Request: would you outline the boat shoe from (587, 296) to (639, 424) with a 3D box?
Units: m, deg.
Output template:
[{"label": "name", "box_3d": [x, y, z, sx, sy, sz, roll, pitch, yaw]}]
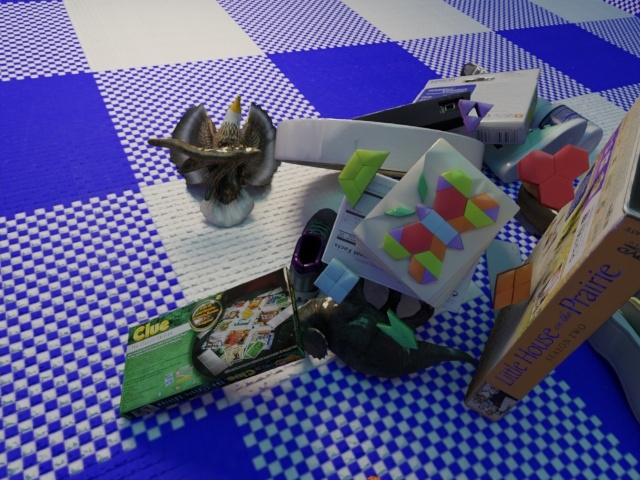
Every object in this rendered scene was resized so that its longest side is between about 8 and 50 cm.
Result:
[{"label": "boat shoe", "box_3d": [0.523, 0.203, 0.712, 0.091, 0.109, 0.305, -3, 43, -7]}]

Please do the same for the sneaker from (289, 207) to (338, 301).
[{"label": "sneaker", "box_3d": [0.000, 0.000, 0.815, 0.083, 0.098, 0.224, 15, 46, 4]}]

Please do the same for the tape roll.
[{"label": "tape roll", "box_3d": [0.104, -0.163, 0.857, 0.391, 0.072, 0.392, 7, 7, -1]}]

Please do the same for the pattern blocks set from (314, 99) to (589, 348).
[{"label": "pattern blocks set", "box_3d": [0.150, -0.021, 0.587, 0.285, 0.325, 0.026, 28, 8, 8]}]

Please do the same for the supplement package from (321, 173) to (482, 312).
[{"label": "supplement package", "box_3d": [0.140, -0.015, 0.739, 0.203, 0.145, 0.262, 20, 9, 9]}]

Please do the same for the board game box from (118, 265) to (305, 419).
[{"label": "board game box", "box_3d": [-0.151, 0.137, 0.619, 0.259, 0.030, 0.136, -21, 50, 10]}]

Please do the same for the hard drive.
[{"label": "hard drive", "box_3d": [0.202, -0.263, 1.011, 0.254, 0.054, 0.172, -10, 2, 16]}]

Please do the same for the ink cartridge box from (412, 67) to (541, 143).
[{"label": "ink cartridge box", "box_3d": [0.385, -0.341, 1.169, 0.303, 0.072, 0.307, 5, 39, 31]}]

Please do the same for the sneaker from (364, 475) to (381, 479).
[{"label": "sneaker", "box_3d": [0.096, 0.361, 0.523, 0.067, 0.064, 0.175, 2, 48, -37]}]

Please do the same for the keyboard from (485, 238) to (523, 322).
[{"label": "keyboard", "box_3d": [0.355, 0.089, 0.859, 0.072, 0.014, 0.256, 8, 45, 4]}]

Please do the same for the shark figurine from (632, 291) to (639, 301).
[{"label": "shark figurine", "box_3d": [0.629, 0.024, 0.904, 0.166, 0.116, 0.278, 27, 49, 14]}]

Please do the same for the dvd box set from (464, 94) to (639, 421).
[{"label": "dvd box set", "box_3d": [0.334, 0.031, 0.610, 0.062, 0.421, 0.308, 28, 51, 17]}]

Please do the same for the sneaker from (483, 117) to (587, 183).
[{"label": "sneaker", "box_3d": [0.512, -0.257, 1.124, 0.255, 0.094, 0.151, -28, 51, -4]}]

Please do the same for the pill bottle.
[{"label": "pill bottle", "box_3d": [0.634, -0.298, 1.214, 0.111, 0.112, 0.187, -18, 52, -25]}]

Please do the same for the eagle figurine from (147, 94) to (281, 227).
[{"label": "eagle figurine", "box_3d": [-0.192, -0.190, 0.935, 0.226, 0.225, 0.298, 46, 5, -20]}]

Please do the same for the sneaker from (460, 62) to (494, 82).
[{"label": "sneaker", "box_3d": [0.536, -0.459, 1.383, 0.132, 0.086, 0.229, -22, 64, -34]}]

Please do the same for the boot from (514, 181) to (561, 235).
[{"label": "boot", "box_3d": [0.498, -0.040, 0.953, 0.082, 0.106, 0.219, -21, 59, -22]}]

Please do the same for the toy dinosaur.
[{"label": "toy dinosaur", "box_3d": [0.073, 0.137, 0.690, 0.313, 0.161, 0.121, 22, 9, -6]}]
